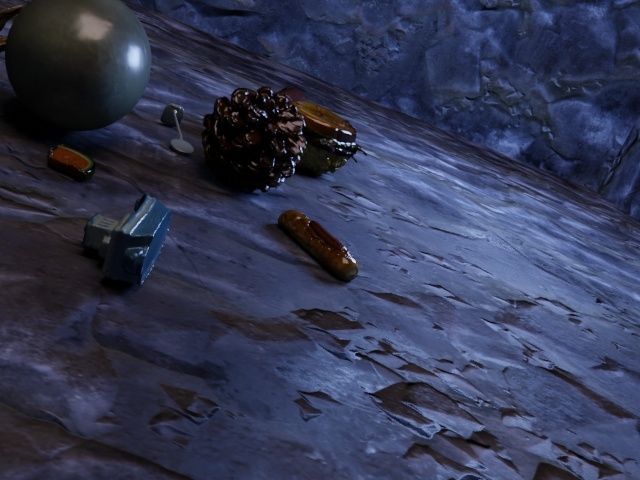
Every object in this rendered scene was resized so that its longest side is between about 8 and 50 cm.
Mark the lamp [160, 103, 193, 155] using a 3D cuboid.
[{"bbox_3d":[-0.311,-0.227,1.717,0.050,0.056,0.198,17,30,-26],"label":"lamp"}]

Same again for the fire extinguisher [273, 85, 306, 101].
[{"bbox_3d":[-0.104,-0.407,2.399,0.104,0.105,0.269,25,18,1],"label":"fire extinguisher"}]

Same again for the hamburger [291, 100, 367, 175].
[{"bbox_3d":[-0.017,-0.251,1.973,0.261,0.139,0.243,11,24,-36],"label":"hamburger"}]

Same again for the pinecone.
[{"bbox_3d":[-0.124,-0.206,1.586,0.221,0.222,0.221,22,18,-7],"label":"pinecone"}]

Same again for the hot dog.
[{"bbox_3d":[0.000,0.000,1.426,0.066,0.047,0.215,12,21,-42],"label":"hot dog"}]

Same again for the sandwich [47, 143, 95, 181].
[{"bbox_3d":[-0.407,-0.127,1.298,0.101,0.026,0.069,25,22,12],"label":"sandwich"}]

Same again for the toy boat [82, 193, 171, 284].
[{"bbox_3d":[-0.261,-0.015,1.062,0.102,0.088,0.215,19,19,-5],"label":"toy boat"}]

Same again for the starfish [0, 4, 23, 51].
[{"bbox_3d":[-0.642,-0.366,1.455,0.062,0.235,0.277,61,-7,8],"label":"starfish"}]

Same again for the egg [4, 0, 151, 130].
[{"bbox_3d":[-0.439,-0.331,1.455,0.258,0.259,0.352,18,21,-18],"label":"egg"}]
